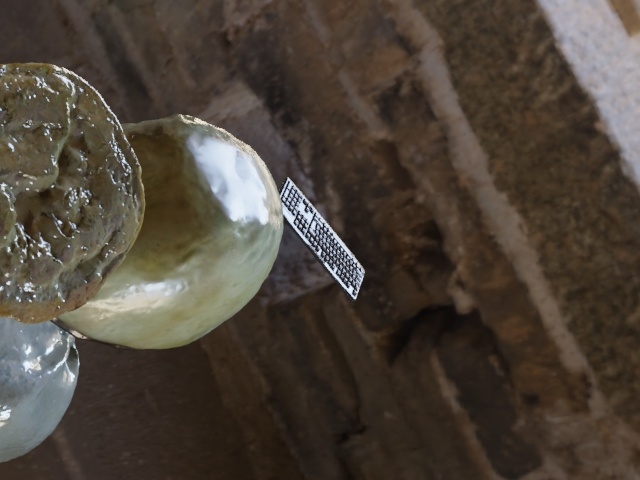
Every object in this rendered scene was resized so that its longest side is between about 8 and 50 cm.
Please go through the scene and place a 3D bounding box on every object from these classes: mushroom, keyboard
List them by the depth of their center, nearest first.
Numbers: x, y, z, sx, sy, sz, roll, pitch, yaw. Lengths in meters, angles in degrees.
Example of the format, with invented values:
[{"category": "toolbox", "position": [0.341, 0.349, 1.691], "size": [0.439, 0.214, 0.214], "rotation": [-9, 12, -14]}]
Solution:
[{"category": "mushroom", "position": [-0.139, -0.012, 1.027], "size": [0.267, 0.164, 0.190], "rotation": [29, 42, -39]}, {"category": "keyboard", "position": [0.000, 0.000, 1.257], "size": [0.155, 0.010, 0.053], "rotation": [50, 40, -27]}]

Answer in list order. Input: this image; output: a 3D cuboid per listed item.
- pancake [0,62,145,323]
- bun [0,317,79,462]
[{"category": "pancake", "position": [-0.171, -0.028, 0.686], "size": [0.158, 0.028, 0.158], "rotation": [-5, 97, -48]}, {"category": "bun", "position": [-0.399, 0.103, 1.388], "size": [0.194, 0.354, 0.355], "rotation": [-13, 83, -18]}]
